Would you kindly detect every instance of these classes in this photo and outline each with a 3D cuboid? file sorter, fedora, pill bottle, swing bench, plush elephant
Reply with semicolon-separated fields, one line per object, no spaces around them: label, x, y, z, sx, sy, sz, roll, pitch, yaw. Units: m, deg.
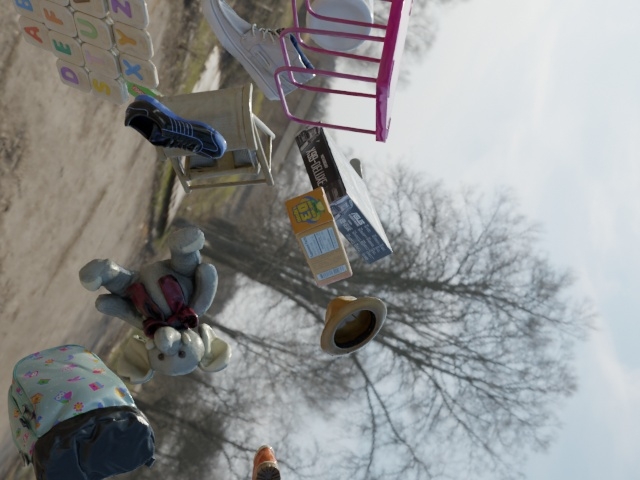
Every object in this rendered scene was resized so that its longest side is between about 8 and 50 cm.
file sorter;0.044;-0.342;1.060;0.202;0.182;0.291;75;26;-75
fedora;0.064;0.187;1.547;0.079;0.194;0.194;49;-59;38
pill bottle;0.048;-0.580;1.546;0.153;0.153;0.265;124;-23;-47
swing bench;-0.270;-0.256;1.693;0.255;0.253;0.165;63;24;-64
plush elephant;-0.334;0.177;1.427;0.330;0.272;0.255;83;-12;-60

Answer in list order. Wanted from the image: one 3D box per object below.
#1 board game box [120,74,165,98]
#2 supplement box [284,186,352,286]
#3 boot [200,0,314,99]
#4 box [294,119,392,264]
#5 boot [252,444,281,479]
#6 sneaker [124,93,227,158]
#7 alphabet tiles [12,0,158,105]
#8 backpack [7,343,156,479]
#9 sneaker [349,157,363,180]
board game box;-0.468;-0.397;1.896;0.046;0.317;0.213;-53;167;5
supplement box;0.000;0.000;1.216;0.233;0.080;0.078;73;-2;-60
boot;-0.117;-0.410;1.336;0.123;0.258;0.095;-25;-139;24
box;0.059;-0.111;1.620;0.076;0.307;0.242;-27;-126;12
boot;-0.105;0.464;1.236;0.084;0.059;0.158;-122;-141;-67
sneaker;-0.324;-0.233;1.466;0.081;0.232;0.090;-50;-161;42
alphabet tiles;-0.388;-0.348;1.052;0.021;0.278;0.284;-56;163;-36
backpack;-0.296;0.207;0.786;0.182;0.152;0.115;27;-68;45
sneaker;0.102;-0.174;1.978;0.070;0.051;0.134;94;0;-61
